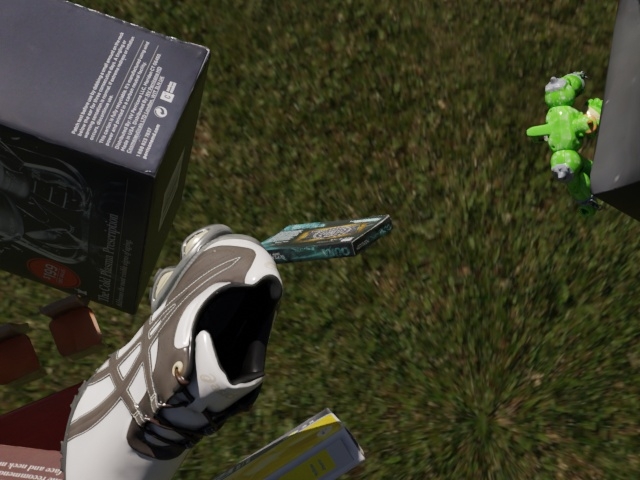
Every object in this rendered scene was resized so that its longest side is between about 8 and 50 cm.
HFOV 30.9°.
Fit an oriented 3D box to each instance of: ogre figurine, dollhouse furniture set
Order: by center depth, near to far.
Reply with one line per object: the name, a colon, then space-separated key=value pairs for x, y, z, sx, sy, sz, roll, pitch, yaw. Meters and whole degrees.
dollhouse furniture set: x=-0.209 y=0.176 z=1.210 sx=0.259 sy=0.135 sz=0.262 roll=-23 pitch=85 yaw=-4
ogre figurine: x=0.338 y=-0.138 z=1.557 sx=0.096 sy=0.118 sz=0.197 roll=14 pitch=91 yaw=33

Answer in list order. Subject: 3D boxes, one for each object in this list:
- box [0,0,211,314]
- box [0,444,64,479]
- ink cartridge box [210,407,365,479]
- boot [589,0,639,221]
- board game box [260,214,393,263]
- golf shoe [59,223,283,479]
box: x=-0.315 y=-0.103 z=1.304 sx=0.312 sy=0.343 sz=0.179 roll=20 pitch=60 yaw=-2
box: x=-0.214 y=0.261 z=0.759 sx=0.168 sy=0.203 sz=0.167 roll=3 pitch=123 yaw=20
ink cartridge box: x=-0.093 y=0.346 z=1.609 sx=0.307 sy=0.303 sz=0.072 roll=-30 pitch=90 yaw=-6
boot: x=0.282 y=-0.191 z=0.300 sx=0.146 sy=0.445 sz=0.367 roll=37 pitch=64 yaw=-7
board game box: x=0.000 y=0.000 z=1.731 sx=0.186 sy=0.126 sz=0.026 roll=-5 pitch=106 yaw=33
golf shoe: x=-0.084 y=0.087 z=0.659 sx=0.077 sy=0.094 sz=0.198 roll=25 pitch=90 yaw=-28
